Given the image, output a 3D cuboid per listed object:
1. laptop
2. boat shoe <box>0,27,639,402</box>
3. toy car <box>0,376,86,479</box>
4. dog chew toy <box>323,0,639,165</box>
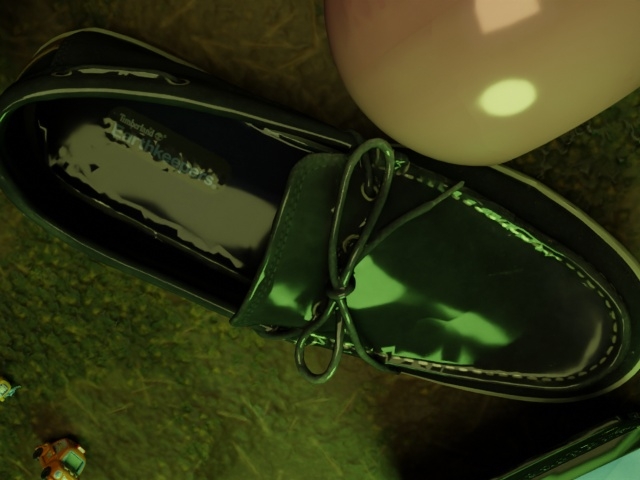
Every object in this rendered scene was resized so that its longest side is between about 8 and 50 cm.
[{"bbox_3d":[0.183,0.244,0.631,0.234,0.264,0.137,-34,65,19],"label":"laptop"},{"bbox_3d":[0.000,0.000,0.563,0.500,0.156,0.187,24,111,-1],"label":"boat shoe"},{"bbox_3d":[-0.256,0.174,0.725,0.040,0.060,0.122,-41,109,-12],"label":"toy car"},{"bbox_3d":[0.059,-0.211,0.454,0.206,0.206,0.332,-30,95,18],"label":"dog chew toy"}]
